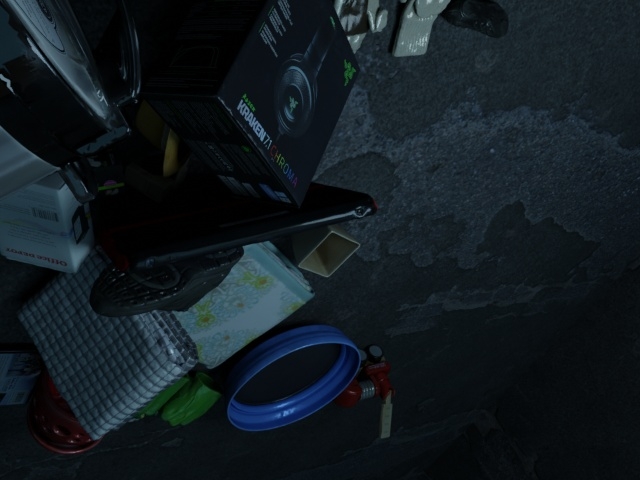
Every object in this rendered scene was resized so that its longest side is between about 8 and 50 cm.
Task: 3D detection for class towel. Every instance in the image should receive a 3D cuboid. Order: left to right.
[{"bbox_3d":[-0.382,0.174,1.039,0.235,0.283,0.121,-39,170,16],"label":"towel"},{"bbox_3d":[-0.214,0.124,1.255,0.321,0.090,0.374,-34,144,6],"label":"towel"}]

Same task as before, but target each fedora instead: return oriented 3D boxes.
[{"bbox_3d":[-0.221,-0.190,0.861,0.079,0.194,0.194,25,124,-4],"label":"fedora"}]

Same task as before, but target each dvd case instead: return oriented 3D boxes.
[{"bbox_3d":[-0.678,0.266,1.123,0.253,0.022,0.180,10,126,-43],"label":"dvd case"}]

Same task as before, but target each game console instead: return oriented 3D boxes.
[{"bbox_3d":[-0.150,-0.031,0.937,0.387,0.342,0.060,-15,107,-24],"label":"game console"}]

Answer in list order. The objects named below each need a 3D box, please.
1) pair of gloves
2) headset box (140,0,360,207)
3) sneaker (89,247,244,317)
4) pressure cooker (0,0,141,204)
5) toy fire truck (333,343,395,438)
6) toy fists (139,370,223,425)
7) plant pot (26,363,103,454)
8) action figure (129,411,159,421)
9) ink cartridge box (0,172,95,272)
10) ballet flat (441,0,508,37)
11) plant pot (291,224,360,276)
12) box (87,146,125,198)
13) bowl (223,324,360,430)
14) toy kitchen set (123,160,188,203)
[{"bbox_3d":[0.120,-0.393,0.939,0.240,0.042,0.204,-8,137,-31],"label":"pair of gloves"},{"bbox_3d":[-0.074,-0.232,0.806,0.283,0.131,0.246,-67,149,-21],"label":"headset box"},{"bbox_3d":[-0.253,0.078,0.975,0.286,0.109,0.130,-19,147,-46],"label":"sneaker"},{"bbox_3d":[-0.394,-0.198,0.518,0.421,0.375,0.370,-28,159,-6],"label":"pressure cooker"},{"bbox_3d":[0.135,0.478,1.784,0.217,0.246,0.158,-6,136,-32],"label":"toy fire truck"},{"bbox_3d":[-0.370,0.372,1.418,0.142,0.096,0.279,-44,142,-1],"label":"toy fists"},{"bbox_3d":[-0.505,0.333,1.198,0.191,0.191,0.174,9,135,-43],"label":"plant pot"},{"bbox_3d":[-0.494,0.417,1.407,0.232,0.063,0.137,13,122,-49],"label":"action figure"},{"bbox_3d":[-0.422,-0.045,0.865,0.128,0.072,0.175,13,134,0],"label":"ink cartridge box"},{"bbox_3d":[0.291,-0.410,1.057,0.173,0.049,0.057,-1,101,-41],"label":"ballet flat"},{"bbox_3d":[0.000,0.000,1.257,0.109,0.096,0.109,-45,141,17],"label":"plant pot"},{"bbox_3d":[-0.357,-0.104,0.908,0.083,0.052,0.062,-14,140,-22],"label":"box"},{"bbox_3d":[-0.080,0.374,1.571,0.391,0.077,0.391,-19,140,-17],"label":"bowl"},{"bbox_3d":[-0.270,-0.123,0.964,0.068,0.075,0.083,-58,-178,35],"label":"toy kitchen set"}]
